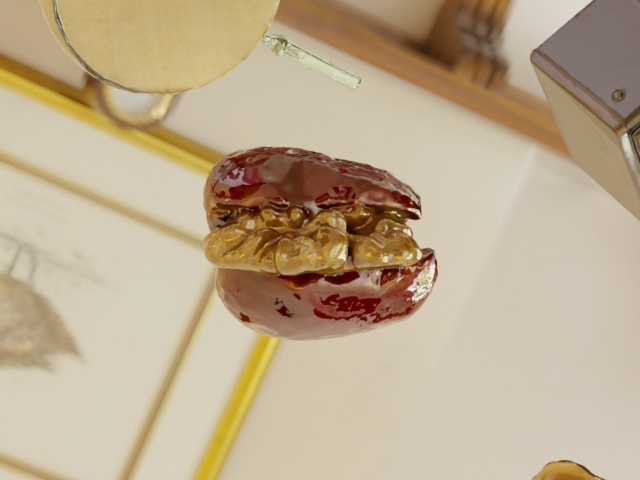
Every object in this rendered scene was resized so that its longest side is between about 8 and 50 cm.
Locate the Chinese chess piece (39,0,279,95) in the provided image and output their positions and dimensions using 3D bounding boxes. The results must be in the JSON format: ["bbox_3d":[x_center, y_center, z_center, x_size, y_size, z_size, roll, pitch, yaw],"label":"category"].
[{"bbox_3d":[-0.160,-0.266,1.685,0.249,0.250,0.103,22,-156,-27],"label":"Chinese chess piece"}]

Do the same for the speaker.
[{"bbox_3d":[0.369,-0.152,1.943,0.192,0.153,0.231,47,175,37],"label":"speaker"}]

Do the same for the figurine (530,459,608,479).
[{"bbox_3d":[0.279,0.430,2.152,0.208,0.181,0.257,30,-133,10],"label":"figurine"}]

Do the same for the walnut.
[{"bbox_3d":[0.000,0.000,1.895,0.269,0.222,0.244,-2,175,-7],"label":"walnut"}]

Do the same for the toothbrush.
[{"bbox_3d":[-0.030,-0.229,2.066,0.028,0.026,0.294,44,-165,29],"label":"toothbrush"}]
